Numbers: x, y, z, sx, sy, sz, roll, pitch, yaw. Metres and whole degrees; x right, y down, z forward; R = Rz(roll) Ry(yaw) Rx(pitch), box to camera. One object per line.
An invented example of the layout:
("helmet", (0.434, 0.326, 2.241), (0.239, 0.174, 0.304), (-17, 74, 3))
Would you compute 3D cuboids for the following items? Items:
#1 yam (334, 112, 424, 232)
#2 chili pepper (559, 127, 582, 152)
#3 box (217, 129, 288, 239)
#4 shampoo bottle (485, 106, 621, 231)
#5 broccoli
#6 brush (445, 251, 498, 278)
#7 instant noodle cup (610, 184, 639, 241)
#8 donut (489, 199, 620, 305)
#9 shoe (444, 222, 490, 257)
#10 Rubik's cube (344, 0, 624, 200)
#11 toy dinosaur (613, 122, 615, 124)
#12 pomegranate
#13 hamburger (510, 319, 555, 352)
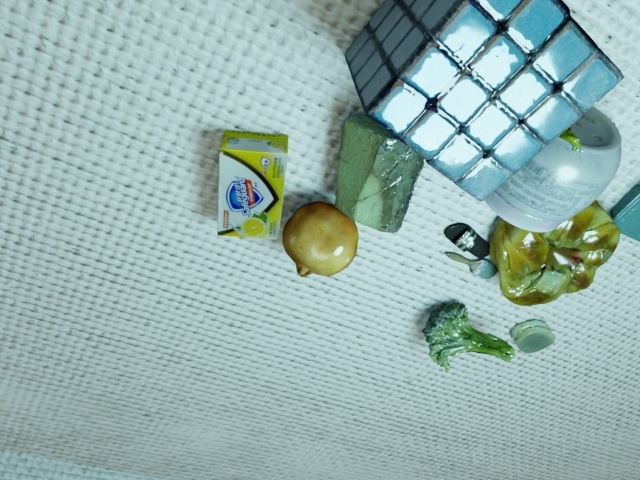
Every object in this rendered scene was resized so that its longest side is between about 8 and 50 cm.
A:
("yam", (0.147, -0.159, 1.238), (0.201, 0.202, 0.271), (-10, 129, -33))
("chili pepper", (0.528, -0.296, 1.083), (0.076, 0.359, 0.085), (-15, 119, 43))
("box", (-0.173, -0.134, 1.287), (0.168, 0.097, 0.265), (5, 128, -10))
("shampoo bottle", (0.535, -0.181, 1.213), (0.273, 0.273, 0.266), (8, 140, -12))
("broccoli", (0.442, 0.322, 1.594), (0.198, 0.275, 0.177), (-39, 144, -14))
("brush", (0.461, 0.069, 1.568), (0.196, 0.021, 0.070), (21, 124, -19))
("instant noodle cup", (0.925, -0.083, 1.460), (0.179, 0.070, 0.157), (18, 126, -20))
("donut", (0.656, 0.029, 1.461), (0.360, 0.170, 0.360), (-3, 127, -4))
("shoe", (0.441, 0.010, 1.497), (0.179, 0.049, 0.071), (31, 119, -27))
("Rubik's cube", (0.288, -0.349, 1.006), (0.337, 0.344, 0.344), (28, 121, -24))
("toy dinosaur", (0.688, -0.275, 1.289), (0.101, 0.055, 0.279), (-10, 135, 32))
("pomegranate", (0.001, -0.006, 1.338), (0.209, 0.209, 0.209), (-3, 129, -4))
("hamburger", (0.741, 0.335, 1.782), (0.140, 0.062, 0.133), (33, 122, -30))
